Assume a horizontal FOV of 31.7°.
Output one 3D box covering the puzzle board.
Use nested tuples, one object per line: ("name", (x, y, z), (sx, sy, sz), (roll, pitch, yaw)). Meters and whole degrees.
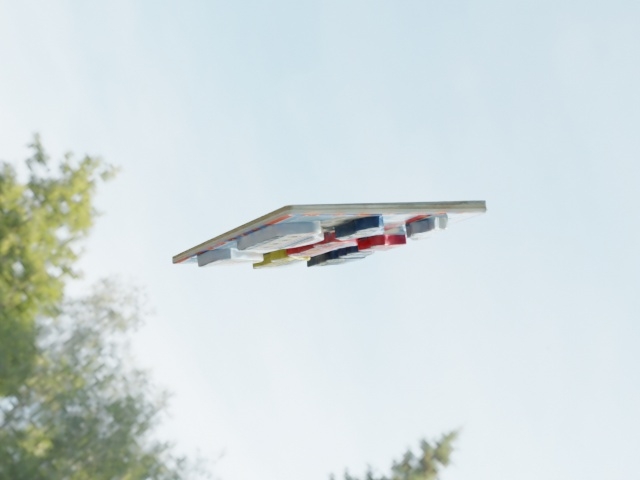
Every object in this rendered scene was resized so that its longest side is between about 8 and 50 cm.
("puzzle board", (0.000, 0.000, 0.509), (0.128, 0.096, 0.011), (-21, -106, 60))
